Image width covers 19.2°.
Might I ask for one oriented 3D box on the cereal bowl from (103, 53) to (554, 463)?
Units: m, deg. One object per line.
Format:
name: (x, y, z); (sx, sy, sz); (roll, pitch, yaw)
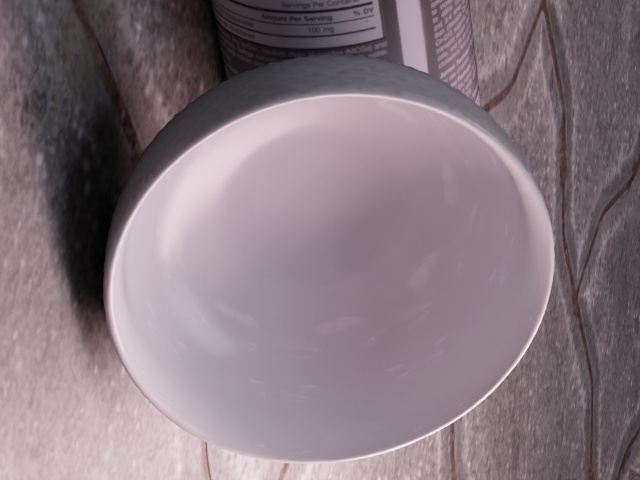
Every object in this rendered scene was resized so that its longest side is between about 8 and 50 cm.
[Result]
cereal bowl: (0.000, 0.000, 1.457); (0.141, 0.339, 0.339); (-104, -177, -56)

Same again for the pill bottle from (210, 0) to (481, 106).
pill bottle: (0.015, -0.209, 1.536); (0.210, 0.210, 0.363); (-56, 145, -48)
